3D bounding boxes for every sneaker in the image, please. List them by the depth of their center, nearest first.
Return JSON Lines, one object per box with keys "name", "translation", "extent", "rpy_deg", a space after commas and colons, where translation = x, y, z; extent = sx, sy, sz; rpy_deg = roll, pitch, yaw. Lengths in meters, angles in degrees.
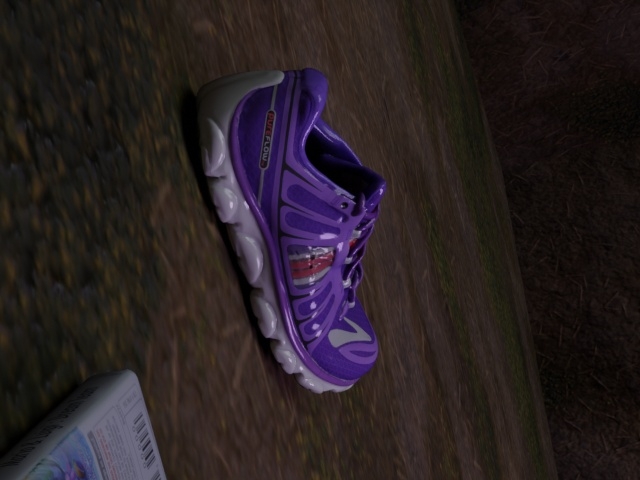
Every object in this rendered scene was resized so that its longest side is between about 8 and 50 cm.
{"name": "sneaker", "translation": [0.000, 0.000, 0.622], "extent": [0.068, 0.071, 0.170], "rpy_deg": [-90, 164, -50]}

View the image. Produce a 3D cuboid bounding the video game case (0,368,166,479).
{"name": "video game case", "translation": [-0.051, 0.125, 0.346], "extent": [0.143, 0.019, 0.157], "rpy_deg": [-52, 129, -76]}
